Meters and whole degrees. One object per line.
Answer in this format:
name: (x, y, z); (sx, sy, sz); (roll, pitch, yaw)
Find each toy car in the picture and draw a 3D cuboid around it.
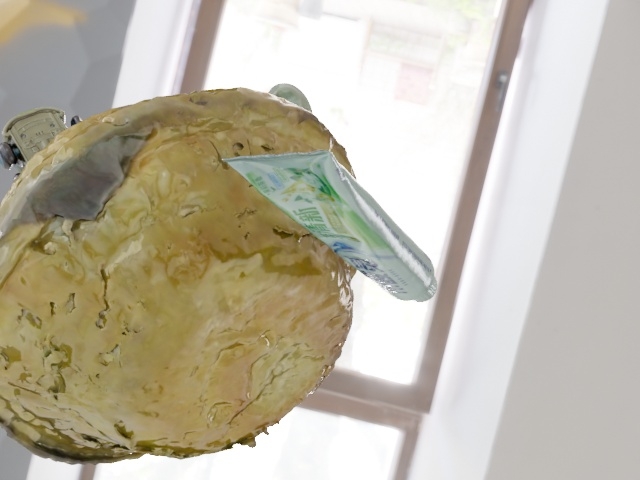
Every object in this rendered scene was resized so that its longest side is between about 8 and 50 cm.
toy car: (-0.612, -0.157, 1.948); (0.204, 0.248, 0.198); (-27, 164, -25)

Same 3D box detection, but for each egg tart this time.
egg tart: (-0.115, 0.072, 0.824); (0.443, 0.443, 0.178); (11, -156, -47)

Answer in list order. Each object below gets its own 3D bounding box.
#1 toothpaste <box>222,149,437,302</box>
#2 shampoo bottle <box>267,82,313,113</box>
toothpaste: (0.031, -0.007, 0.654); (0.075, 0.048, 0.297); (-1, 160, 26)
shampoo bottle: (-0.073, -0.221, 1.570); (0.087, 0.118, 0.234); (-16, -160, 24)
